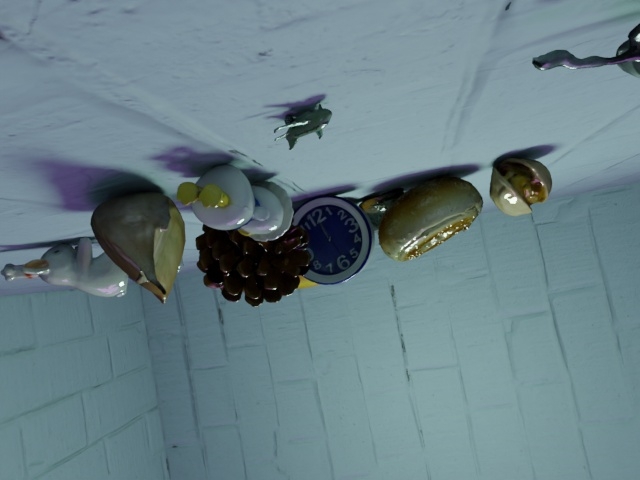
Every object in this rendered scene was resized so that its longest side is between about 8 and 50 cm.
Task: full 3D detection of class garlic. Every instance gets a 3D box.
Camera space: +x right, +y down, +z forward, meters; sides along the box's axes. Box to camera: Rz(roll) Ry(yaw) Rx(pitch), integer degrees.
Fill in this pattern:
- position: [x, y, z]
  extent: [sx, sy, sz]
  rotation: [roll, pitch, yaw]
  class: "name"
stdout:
- position: [-0.286, 0.004, 0.745]
  extent: [0.151, 0.196, 0.338]
  rotation: [-26, 180, -23]
  class: "garlic"

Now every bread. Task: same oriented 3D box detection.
- position: [0.296, -0.065, 1.226]
  extent: [0.305, 0.159, 0.305]
  rotation: [-24, 159, -10]
  class: "bread"

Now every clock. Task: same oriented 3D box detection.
- position: [0.026, -0.001, 1.154]
  extent: [0.230, 0.230, 0.083]
  rotation: [-12, 177, 19]
  class: "clock"

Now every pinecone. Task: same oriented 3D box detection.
- position: [-0.138, 0.032, 0.985]
  extent: [0.264, 0.264, 0.264]
  rotation: [-11, 176, -1]
  class: "pinecone"

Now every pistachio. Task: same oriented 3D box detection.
- position: [0.508, -0.145, 1.134]
  extent: [0.157, 0.157, 0.229]
  rotation: [-12, 170, 22]
  class: "pistachio"

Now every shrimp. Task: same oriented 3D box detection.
- position: [0.249, -0.123, 1.326]
  extent: [0.262, 0.051, 0.198]
  rotation: [-6, 175, -14]
  class: "shrimp"

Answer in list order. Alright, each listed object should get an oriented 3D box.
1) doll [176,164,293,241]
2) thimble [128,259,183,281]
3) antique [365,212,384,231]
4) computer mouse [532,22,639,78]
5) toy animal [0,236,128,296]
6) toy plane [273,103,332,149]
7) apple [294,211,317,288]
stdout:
- position: [-0.134, -0.059, 0.761]
  extent: [0.138, 0.119, 0.293]
  rotation: [15, -177, 15]
  class: "doll"
- position: [-0.491, 0.054, 1.297]
  extent: [0.151, 0.127, 0.118]
  rotation: [-12, 177, 31]
  class: "thimble"
- position: [0.247, -0.086, 1.568]
  extent: [0.086, 0.088, 0.183]
  rotation: [-8, 174, -35]
  class: "antique"
- position: [0.377, -0.201, 0.363]
  extent: [0.379, 0.090, 0.167]
  rotation: [-5, 172, 14]
  class: "computer mouse"
- position: [-0.629, 0.057, 1.117]
  extent: [0.282, 0.138, 0.140]
  rotation: [18, 154, -27]
  class: "toy animal"
- position: [-0.018, -0.140, 0.532]
  extent: [0.083, 0.033, 0.080]
  rotation: [-24, 168, 41]
  class: "toy plane"
- position: [0.000, 0.000, 1.371]
  extent: [0.314, 0.252, 0.309]
  rotation: [-51, 158, 11]
  class: "apple"
